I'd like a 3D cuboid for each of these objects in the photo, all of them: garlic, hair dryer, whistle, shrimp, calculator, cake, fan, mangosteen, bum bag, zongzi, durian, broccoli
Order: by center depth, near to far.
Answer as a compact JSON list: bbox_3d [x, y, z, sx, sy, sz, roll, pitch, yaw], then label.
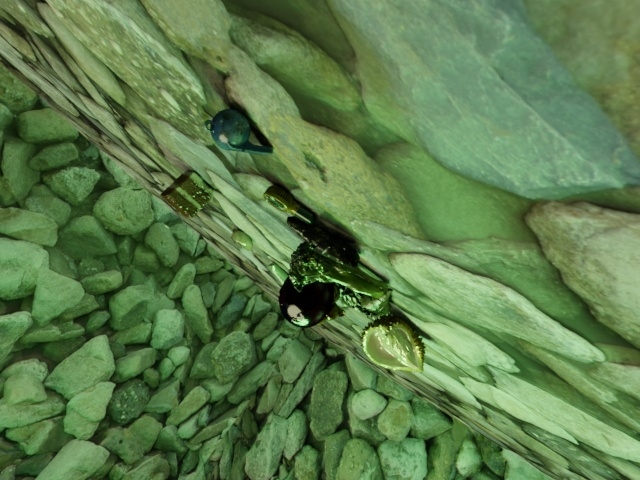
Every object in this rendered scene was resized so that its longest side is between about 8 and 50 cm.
[{"bbox_3d":[-0.173,-0.230,0.862,0.158,0.090,0.090,-3,-163,-43],"label":"whistle"},{"bbox_3d":[-0.080,-0.094,1.099,0.155,0.039,0.082,33,164,-1],"label":"fan"},{"bbox_3d":[-0.001,0.000,1.127,0.248,0.069,0.102,31,-153,19],"label":"bum bag"},{"bbox_3d":[0.052,0.102,1.202,0.304,0.145,0.165,17,-155,8],"label":"broccoli"},{"bbox_3d":[0.220,0.199,1.302,0.154,0.062,0.130,27,137,-36],"label":"zongzi"},{"bbox_3d":[-0.023,0.194,1.344,0.231,0.194,0.194,15,171,-18],"label":"mangosteen"},{"bbox_3d":[0.082,0.130,1.356,0.365,0.071,0.233,46,158,-11],"label":"shrimp"},{"bbox_3d":[0.250,0.346,1.432,0.250,0.138,0.183,44,131,-18],"label":"durian"},{"bbox_3d":[-0.512,-0.181,1.583,0.134,0.147,0.135,13,151,53],"label":"cake"},{"bbox_3d":[0.173,0.297,1.688,0.100,0.032,0.175,39,165,-7],"label":"calculator"},{"bbox_3d":[-0.363,-0.001,1.959,0.152,0.066,0.084,45,-170,-15],"label":"garlic"},{"bbox_3d":[-0.148,0.192,2.067,0.206,0.075,0.237,50,153,-20],"label":"hair dryer"}]

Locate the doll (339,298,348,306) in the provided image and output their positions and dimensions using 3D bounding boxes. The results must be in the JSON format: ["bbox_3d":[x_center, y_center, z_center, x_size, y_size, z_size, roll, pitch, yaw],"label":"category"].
[{"bbox_3d":[0.100,0.201,1.530,0.150,0.077,0.115,30,-156,-13],"label":"doll"}]
